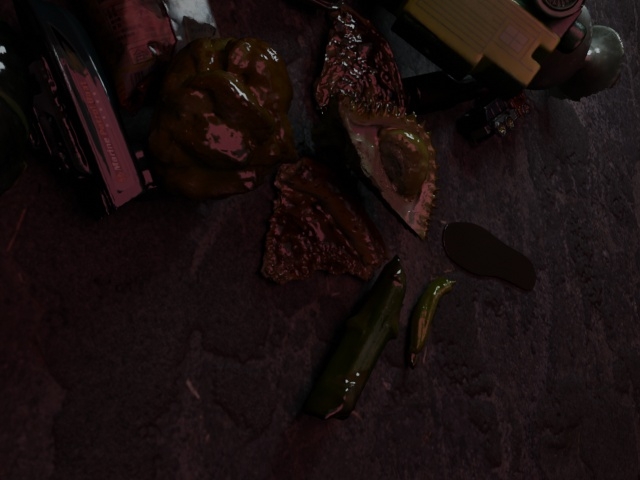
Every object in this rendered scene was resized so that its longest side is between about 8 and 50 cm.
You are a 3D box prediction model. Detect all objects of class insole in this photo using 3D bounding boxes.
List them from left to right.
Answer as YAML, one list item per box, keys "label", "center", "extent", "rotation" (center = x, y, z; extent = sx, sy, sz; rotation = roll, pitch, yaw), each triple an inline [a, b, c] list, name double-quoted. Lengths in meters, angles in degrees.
- label: "insole"
  center: [0.363, 0.034, 1.596]
  extent: [0.327, 0.007, 0.111]
  rotation: [22, 66, -38]

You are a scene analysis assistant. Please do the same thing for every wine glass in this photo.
- label: "wine glass"
  center: [0.525, -0.446, 1.727]
  extent: [0.322, 0.238, 0.238]
  rotation: [14, 70, -39]

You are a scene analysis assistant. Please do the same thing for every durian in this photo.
- label: "durian"
  center: [0.085, -0.142, 1.252]
  extent: [0.306, 0.172, 0.167]
  rotation: [54, 43, -38]

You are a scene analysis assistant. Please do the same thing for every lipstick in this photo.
- label: "lipstick"
  center: [0.258, -0.306, 1.535]
  extent: [0.299, 0.081, 0.081]
  rotation: [-19, 92, -44]

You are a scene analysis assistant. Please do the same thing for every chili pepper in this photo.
- label: "chili pepper"
  center: [0.191, 0.137, 1.388]
  extent: [0.208, 0.043, 0.049]
  rotation: [-57, 143, -31]

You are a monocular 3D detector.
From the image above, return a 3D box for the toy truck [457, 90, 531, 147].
- label: "toy truck"
  center: [0.375, -0.274, 1.635]
  extent: [0.192, 0.083, 0.092]
  rotation: [-37, 102, -42]

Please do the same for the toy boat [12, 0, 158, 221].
- label: "toy boat"
  center: [-0.313, -0.165, 0.939]
  extent: [0.122, 0.114, 0.296]
  rotation: [-27, 98, -23]

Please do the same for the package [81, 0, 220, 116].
- label: "package"
  center: [-0.235, -0.333, 1.053]
  extent: [0.223, 0.108, 0.288]
  rotation: [-30, 106, -47]

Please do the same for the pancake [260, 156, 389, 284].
- label: "pancake"
  center: [0.000, 0.000, 1.228]
  extent: [0.266, 0.057, 0.244]
  rotation: [55, 49, -19]

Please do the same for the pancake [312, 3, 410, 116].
- label: "pancake"
  center: [0.081, -0.297, 1.386]
  extent: [0.212, 0.056, 0.258]
  rotation: [20, 73, -31]

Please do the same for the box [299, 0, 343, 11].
- label: "box"
  center: [0.022, -0.555, 1.296]
  extent: [0.138, 0.178, 0.274]
  rotation: [16, 66, -22]

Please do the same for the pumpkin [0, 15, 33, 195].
- label: "pumpkin"
  center: [-0.441, -0.142, 0.722]
  extent: [0.323, 0.241, 0.323]
  rotation: [11, 74, -41]

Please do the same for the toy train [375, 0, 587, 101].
- label: "toy train"
  center: [0.283, -0.457, 1.425]
  extent: [0.442, 0.179, 0.272]
  rotation: [37, 88, -4]

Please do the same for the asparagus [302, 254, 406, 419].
- label: "asparagus"
  center: [0.070, 0.164, 1.234]
  extent: [0.085, 0.082, 0.343]
  rotation: [51, 49, -22]

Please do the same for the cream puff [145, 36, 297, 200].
- label: "cream puff"
  center: [-0.134, -0.158, 1.019]
  extent: [0.244, 0.196, 0.244]
  rotation: [0, 90, -68]
